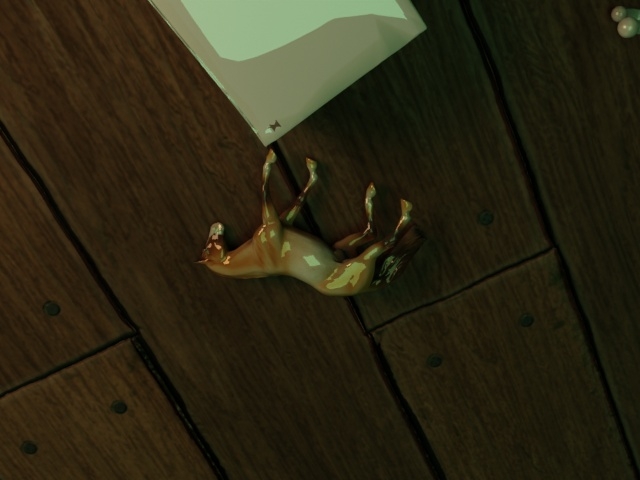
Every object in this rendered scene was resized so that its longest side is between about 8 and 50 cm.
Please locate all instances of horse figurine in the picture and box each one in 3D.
[{"bbox_3d":[0.000,0.000,1.087,0.263,0.066,0.174,19,105,-13],"label":"horse figurine"}]

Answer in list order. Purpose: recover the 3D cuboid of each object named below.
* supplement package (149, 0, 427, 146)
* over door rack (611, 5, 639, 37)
[{"bbox_3d":[-0.057,-0.270,0.909,0.204,0.145,0.262,-35,115,9],"label":"supplement package"},{"bbox_3d":[0.384,-0.293,0.858,0.108,0.324,0.239,7,114,-11],"label":"over door rack"}]
